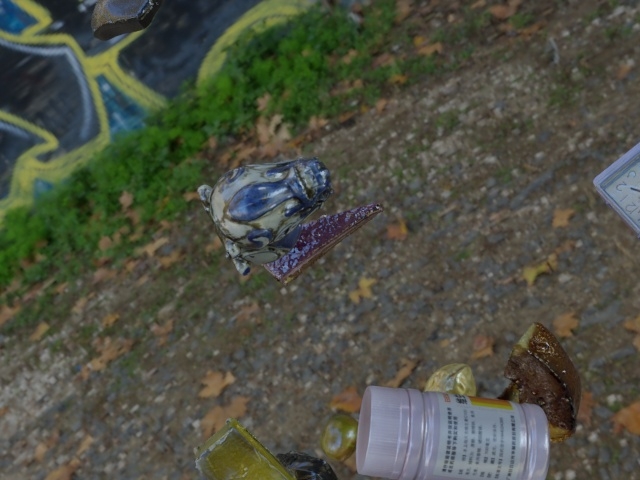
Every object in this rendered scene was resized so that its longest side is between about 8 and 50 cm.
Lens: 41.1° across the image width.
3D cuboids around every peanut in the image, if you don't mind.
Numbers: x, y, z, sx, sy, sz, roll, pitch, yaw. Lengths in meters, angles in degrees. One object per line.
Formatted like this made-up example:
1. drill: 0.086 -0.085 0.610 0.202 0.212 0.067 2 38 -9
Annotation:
1. peanut: 0.271 0.422 1.979 0.305 0.147 0.147 -62 23 3

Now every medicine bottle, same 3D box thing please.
1. medicine bottle: 0.182 0.281 1.197 0.250 0.133 0.133 7 26 -3

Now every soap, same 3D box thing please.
1. soap: -0.176 0.541 2.000 0.135 0.233 0.076 -42 10 5

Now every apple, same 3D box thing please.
1. apple: 0.039 0.378 1.630 0.089 0.075 0.089 -63 -7 -14

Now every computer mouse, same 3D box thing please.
1. computer mouse: -0.413 -0.485 1.780 0.217 0.073 0.122 -3 56 38

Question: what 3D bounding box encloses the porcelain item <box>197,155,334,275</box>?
1. porcelain item: -0.080 -0.051 1.301 0.186 0.138 0.288 -27 -8 -6

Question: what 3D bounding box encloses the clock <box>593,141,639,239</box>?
1. clock: 0.661 -0.086 1.711 0.145 0.073 0.193 -41 60 11

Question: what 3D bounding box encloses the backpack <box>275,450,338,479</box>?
1. backpack: -0.039 0.585 2.125 0.165 0.120 0.106 -6 33 32

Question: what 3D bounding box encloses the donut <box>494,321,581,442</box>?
1. donut: 0.407 0.266 1.542 0.151 0.295 0.112 23 55 20

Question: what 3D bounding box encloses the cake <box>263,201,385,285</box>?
1. cake: 0.000 0.000 1.750 0.295 0.112 0.116 -25 -3 1
